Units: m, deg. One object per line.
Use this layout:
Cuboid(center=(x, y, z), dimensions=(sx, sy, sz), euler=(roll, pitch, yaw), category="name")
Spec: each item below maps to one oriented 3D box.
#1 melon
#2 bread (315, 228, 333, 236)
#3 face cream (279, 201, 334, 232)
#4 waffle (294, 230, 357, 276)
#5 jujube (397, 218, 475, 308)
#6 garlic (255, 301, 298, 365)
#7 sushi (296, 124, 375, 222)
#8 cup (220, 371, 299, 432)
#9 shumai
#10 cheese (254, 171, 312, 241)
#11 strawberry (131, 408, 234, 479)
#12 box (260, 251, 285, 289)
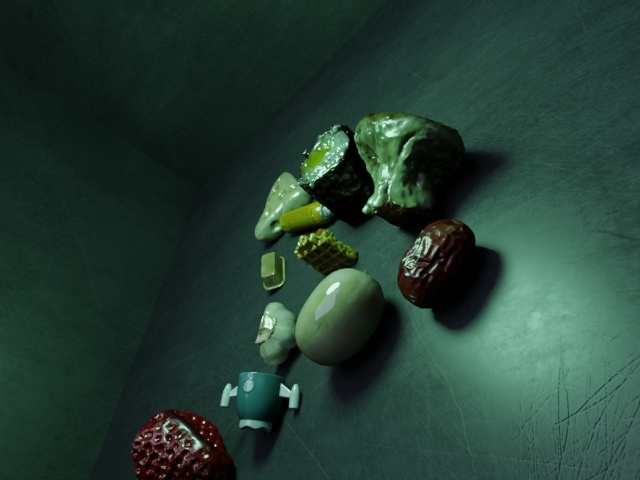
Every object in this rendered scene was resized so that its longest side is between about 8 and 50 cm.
Cuboid(center=(0.060, 0.226, 1.424), dimensions=(0.317, 0.223, 0.223), euler=(-54, 27, -1), category="melon")
Cuboid(center=(0.000, 0.000, 1.967), dimensions=(0.090, 0.035, 0.094), euler=(10, 69, 61), category="bread")
Cuboid(center=(-0.047, -0.106, 2.082), dimensions=(0.348, 0.105, 0.105), euler=(-13, 50, 53), category="face cream")
Cuboid(center=(0.008, 0.041, 1.720), dimensions=(0.160, 0.211, 0.055), euler=(-34, 35, 35), category="waffle")
Cuboid(center=(0.308, 0.063, 1.259), dimensions=(0.250, 0.174, 0.174), euler=(-50, 27, -5), category="jujube")
Cuboid(center=(-0.139, 0.338, 1.733), dimensions=(0.142, 0.178, 0.229), euler=(-10, 64, 14), category="garlic")
Cuboid(center=(0.095, -0.253, 1.807), dimensions=(0.299, 0.294, 0.281), euler=(-51, 28, 9), category="sushi")
Cuboid(center=(-0.207, 0.543, 1.585), dimensions=(0.299, 0.167, 0.173), euler=(-7, 59, 24), category="cup")
Cuboid(center=(0.258, -0.210, 1.524), dimensions=(0.397, 0.324, 0.323), euler=(6, 82, 61), category="shumai")
Cuboid(center=(-0.209, -0.181, 2.395), dimensions=(0.351, 0.129, 0.328), euler=(-46, 31, 15), category="cheese")
Cuboid(center=(-0.460, 0.757, 1.645), dimensions=(0.345, 0.318, 0.295), euler=(5, 33, 43), category="strawberry")
Cuboid(center=(-0.212, 0.135, 2.106), dimensions=(0.111, 0.111, 0.177), euler=(-39, 36, 30), category="box")
